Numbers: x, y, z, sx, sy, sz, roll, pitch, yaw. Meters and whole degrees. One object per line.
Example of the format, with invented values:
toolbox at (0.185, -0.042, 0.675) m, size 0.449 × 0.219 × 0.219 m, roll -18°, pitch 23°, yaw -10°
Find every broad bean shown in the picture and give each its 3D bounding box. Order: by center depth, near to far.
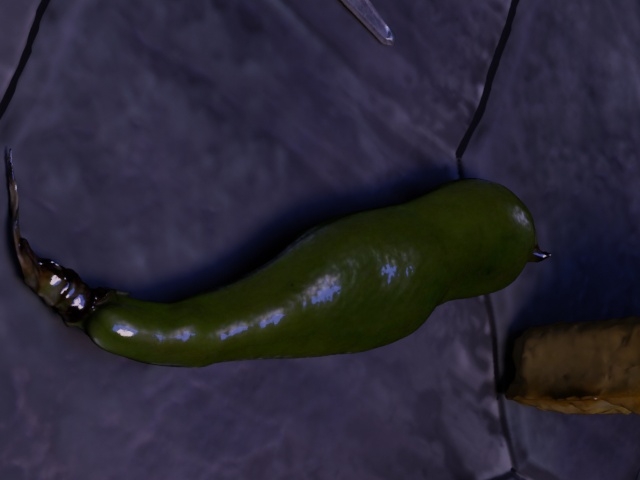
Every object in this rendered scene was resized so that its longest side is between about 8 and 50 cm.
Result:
broad bean at (-0.001, 0.011, 0.729) m, size 0.318 × 0.056 × 0.098 m, roll 1°, pitch 92°, yaw -37°

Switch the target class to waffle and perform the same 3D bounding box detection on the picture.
waffle at (0.256, 0.079, 0.867) m, size 0.274 × 0.168 × 0.057 m, roll 8°, pitch 81°, yaw -39°

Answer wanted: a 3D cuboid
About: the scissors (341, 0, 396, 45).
scissors at (-0.017, -0.160, 0.732) m, size 0.189 × 0.015 × 0.100 m, roll 44°, pitch 64°, yaw -33°
